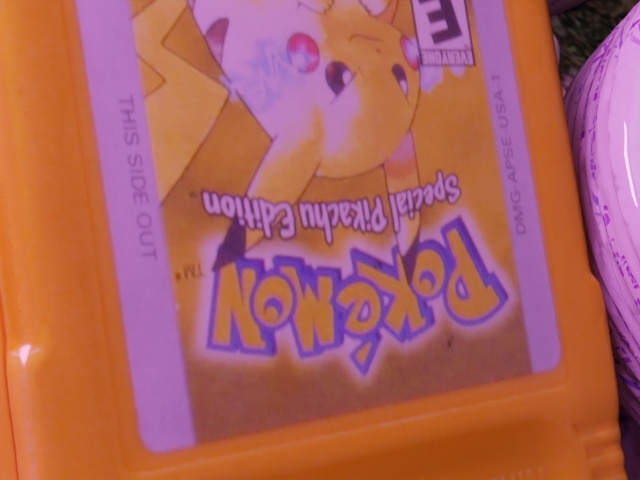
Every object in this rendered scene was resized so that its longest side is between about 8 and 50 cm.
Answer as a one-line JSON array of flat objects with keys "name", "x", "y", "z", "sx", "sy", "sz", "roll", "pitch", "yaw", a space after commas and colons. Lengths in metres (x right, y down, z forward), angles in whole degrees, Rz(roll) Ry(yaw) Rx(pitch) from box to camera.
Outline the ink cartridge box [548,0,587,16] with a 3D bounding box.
[{"name": "ink cartridge box", "x": 0.170, "y": -0.252, "z": 0.842, "sx": 0.121, "sy": 0.211, "sz": 0.289, "roll": 48, "pitch": 44, "yaw": 15}]

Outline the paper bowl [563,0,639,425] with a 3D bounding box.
[{"name": "paper bowl", "x": 0.248, "y": -0.006, "z": 0.688, "sx": 0.284, "sy": 0.148, "sz": 0.284, "roll": 5, "pitch": 68, "yaw": -14}]

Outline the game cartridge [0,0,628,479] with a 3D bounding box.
[{"name": "game cartridge", "x": 0.000, "y": 0.000, "z": 0.528, "sx": 0.285, "sy": 0.053, "sz": 0.323, "roll": -6, "pitch": 83, "yaw": -39}]

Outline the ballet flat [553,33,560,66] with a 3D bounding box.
[{"name": "ballet flat", "x": 0.077, "y": -0.111, "z": 0.717, "sx": 0.241, "sy": 0.077, "sz": 0.091, "roll": 63, "pitch": 14, "yaw": 6}]
